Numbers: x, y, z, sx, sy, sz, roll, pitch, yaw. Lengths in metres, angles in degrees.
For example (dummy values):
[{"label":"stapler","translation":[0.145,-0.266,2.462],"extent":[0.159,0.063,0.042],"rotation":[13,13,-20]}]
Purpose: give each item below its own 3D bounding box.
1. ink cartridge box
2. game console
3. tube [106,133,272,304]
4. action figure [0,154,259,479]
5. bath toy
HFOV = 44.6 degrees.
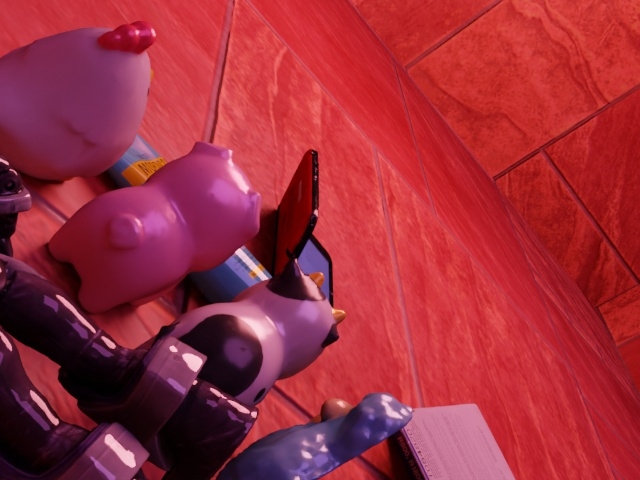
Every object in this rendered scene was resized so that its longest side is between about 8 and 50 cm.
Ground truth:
[{"label":"ink cartridge box","translation":[0.147,0.268,0.755],"extent":[0.224,0.045,0.223],"rotation":[18,42,-58]},{"label":"game console","translation":[0.000,0.000,0.780],"extent":[0.085,0.124,0.144],"rotation":[21,31,-14]},{"label":"tube","translation":[-0.109,-0.015,0.615],"extent":[0.207,0.052,0.080],"rotation":[50,9,-1]},{"label":"action figure","translation":[-0.164,0.028,0.357],"extent":[0.285,0.099,0.185],"rotation":[50,28,-6]},{"label":"bath toy","translation":[-0.085,0.002,0.518],"extent":[0.348,0.129,0.151],"rotation":[56,20,3]}]
